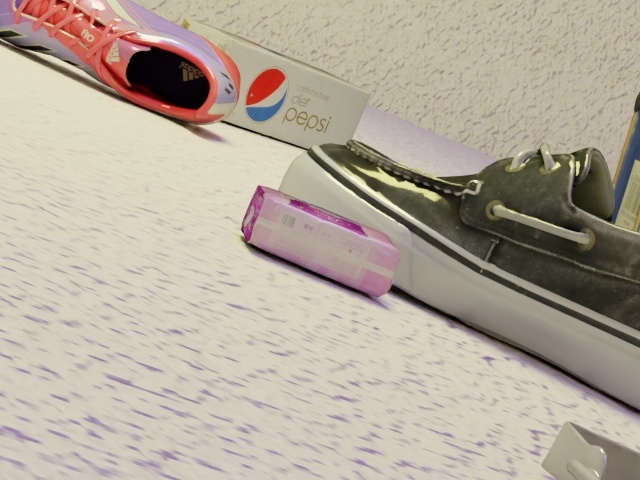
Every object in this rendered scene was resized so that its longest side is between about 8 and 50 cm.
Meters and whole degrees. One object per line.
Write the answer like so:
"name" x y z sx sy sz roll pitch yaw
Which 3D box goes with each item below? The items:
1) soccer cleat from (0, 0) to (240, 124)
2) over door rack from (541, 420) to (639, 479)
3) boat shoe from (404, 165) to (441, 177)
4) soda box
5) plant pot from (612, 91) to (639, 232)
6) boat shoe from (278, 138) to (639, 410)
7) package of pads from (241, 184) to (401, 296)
"soccer cleat" -0.178 -0.163 1.512 0.248 0.083 0.095 26 11 0
"over door rack" 0.156 0.014 0.576 0.108 0.239 0.324 28 6 -9
"boat shoe" 0.119 -0.006 1.335 0.183 0.066 0.066 29 7 38
"soda box" -0.050 -0.139 1.757 0.069 0.074 0.216 29 8 36
"plant pot" 0.336 -0.012 1.464 0.212 0.236 0.236 16 6 -2
"boat shoe" 0.135 0.002 1.086 0.335 0.119 0.121 26 7 22
"package of pads" 0.000 0.000 1.020 0.083 0.032 0.050 22 5 -10
